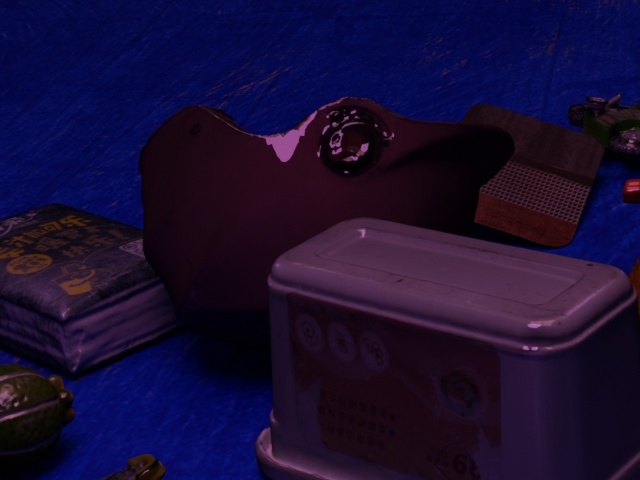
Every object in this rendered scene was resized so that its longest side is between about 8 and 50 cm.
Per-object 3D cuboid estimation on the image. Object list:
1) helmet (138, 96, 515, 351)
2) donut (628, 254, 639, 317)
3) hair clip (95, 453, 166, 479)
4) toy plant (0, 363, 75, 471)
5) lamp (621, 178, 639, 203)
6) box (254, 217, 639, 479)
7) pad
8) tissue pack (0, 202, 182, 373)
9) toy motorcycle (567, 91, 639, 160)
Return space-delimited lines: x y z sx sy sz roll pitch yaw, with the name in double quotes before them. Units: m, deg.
"helmet" 0.000 0.000 1.379 0.338 0.197 0.271 3 -16 3
"donut" 0.389 0.058 1.228 0.330 0.160 0.330 -10 15 3
"hair clip" -0.206 0.203 1.173 0.188 0.033 0.060 -15 21 -18
"toy plant" -0.274 0.152 1.245 0.162 0.093 0.093 -18 24 -36
"lamp" 0.368 -0.048 1.470 0.164 0.188 0.187 -2 21 14
"box" 0.098 0.099 1.162 0.312 0.182 0.175 12 27 38
"pad" 0.149 -0.123 1.708 0.323 0.055 0.250 34 37 -2
"tissue pack" -0.253 0.039 1.538 0.257 0.081 0.185 16 29 43
"toy motorcycle" 0.367 -0.132 1.845 0.106 0.074 0.190 0 19 -13
